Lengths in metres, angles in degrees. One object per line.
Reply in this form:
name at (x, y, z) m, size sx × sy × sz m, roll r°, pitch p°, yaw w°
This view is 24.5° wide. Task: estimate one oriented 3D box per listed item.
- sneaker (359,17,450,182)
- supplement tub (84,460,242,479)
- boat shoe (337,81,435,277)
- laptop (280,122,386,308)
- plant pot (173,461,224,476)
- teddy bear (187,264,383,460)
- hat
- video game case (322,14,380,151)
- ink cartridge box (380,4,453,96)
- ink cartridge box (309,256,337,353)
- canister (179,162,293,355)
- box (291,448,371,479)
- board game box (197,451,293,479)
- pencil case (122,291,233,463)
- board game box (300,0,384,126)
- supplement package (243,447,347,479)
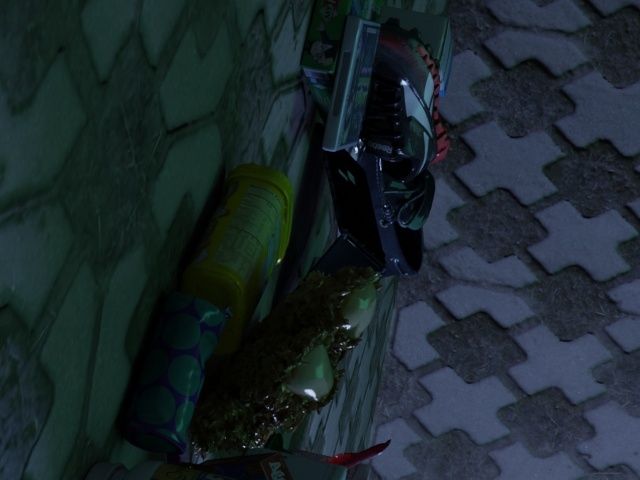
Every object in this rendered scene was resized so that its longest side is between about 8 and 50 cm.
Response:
sneaker at (0.114, -0.193, 2.154) m, size 0.135 × 0.098 × 0.276 m, roll -48°, pitch 143°, yaw -28°
supplement tub at (-0.109, 0.271, 1.269) m, size 0.144 × 0.200 × 0.144 m, roll 11°, pitch 90°, yaw -83°
boat shoe at (0.113, -0.101, 2.433) m, size 0.500 × 0.156 × 0.186 m, roll 88°, pitch 18°, yaw -54°
laptop at (0.000, 0.000, 2.136) m, size 0.234 × 0.137 × 0.264 m, roll 40°, pitch 35°, yaw -68°
plant pot at (-0.137, 0.277, 1.532) m, size 0.081 × 0.082 × 0.083 m, roll -65°, pitch 156°, yaw -58°
teddy bear at (-0.050, 0.123, 1.525) m, size 0.245 × 0.113 × 0.338 m, roll -58°, pitch -173°, yaw -12°
hat at (-0.001, 0.390, 2.225) m, size 0.208 × 0.184 × 0.173 m, roll 83°, pitch 21°, yaw -66°
video game case at (0.043, -0.207, 1.944) m, size 0.190 × 0.022 × 0.173 m, roll -33°, pitch 135°, yaw -78°
ink cartridge box at (0.134, -0.300, 2.334) m, size 0.190 × 0.140 × 0.082 m, roll 63°, pitch 41°, yaw -77°
ink cartridge box at (-0.016, 0.165, 2.271) m, size 0.232 × 0.066 × 0.189 m, roll -73°, pitch 171°, yaw -55°
canister at (-0.087, 0.020, 1.516) m, size 0.170 × 0.073 × 0.126 m, roll -67°, pitch 168°, yaw -47°
box at (-0.019, 0.499, 2.402) m, size 0.300 × 0.142 × 0.154 m, roll -67°, pitch 166°, yaw -55°
board game box at (-0.064, 0.297, 1.560) m, size 0.145 × 0.027 × 0.281 m, roll 64°, pitch -21°, yaw 0°
pencil case at (-0.134, 0.124, 1.370) m, size 0.070 × 0.065 × 0.151 m, roll 52°, pitch 45°, yaw -46°
board game box at (0.036, -0.288, 2.014) m, size 0.317 × 0.046 × 0.213 m, roll 60°, pitch 42°, yaw -78°
supplement package at (-0.070, 0.433, 1.959) m, size 0.262 × 0.145 × 0.204 m, roll -62°, pitch 162°, yaw -65°
